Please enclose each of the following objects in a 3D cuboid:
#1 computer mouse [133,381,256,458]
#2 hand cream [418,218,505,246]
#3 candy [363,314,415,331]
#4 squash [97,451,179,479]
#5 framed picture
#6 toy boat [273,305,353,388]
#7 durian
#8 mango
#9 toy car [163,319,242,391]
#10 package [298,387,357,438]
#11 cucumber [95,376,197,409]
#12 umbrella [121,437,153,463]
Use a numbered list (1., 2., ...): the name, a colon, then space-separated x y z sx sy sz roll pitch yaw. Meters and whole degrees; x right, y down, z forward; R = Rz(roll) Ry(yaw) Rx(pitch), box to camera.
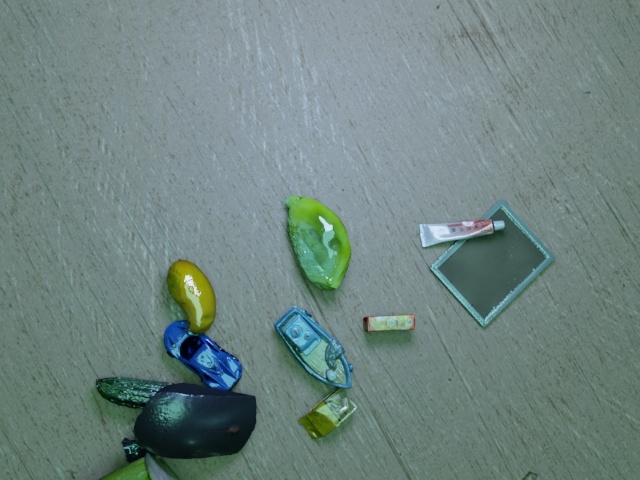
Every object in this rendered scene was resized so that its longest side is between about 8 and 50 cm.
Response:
1. computer mouse: -0.276 0.422 1.761 0.295 0.087 0.168 10 100 -26
2. hand cream: 0.362 -0.028 1.966 0.216 0.038 0.052 -8 49 2
3. candy: 0.172 0.206 1.914 0.122 0.062 0.038 -2 85 -9
4. squash: -0.471 0.663 1.681 0.384 0.263 0.263 -31 90 -9
5. framed picture: 0.444 0.058 1.989 0.274 0.017 0.217 -41 91 -9
6. toy boat: -0.007 0.268 1.866 0.109 0.098 0.238 -43 92 -6
7. durian: 0.000 0.000 1.888 0.139 0.101 0.250 -14 87 -8
8. mango: -0.304 0.129 1.840 0.098 0.075 0.190 -20 75 -22
9. toy car: -0.283 0.277 1.842 0.216 0.063 0.103 41 81 -3
10. package: 0.019 0.424 1.881 0.131 0.047 0.071 -37 94 -11
11. cucumber: -0.399 0.367 1.814 0.265 0.077 0.077 6 84 -8
12. umbrella: -0.355 0.460 1.819 0.224 0.080 0.071 -15 51 -13
